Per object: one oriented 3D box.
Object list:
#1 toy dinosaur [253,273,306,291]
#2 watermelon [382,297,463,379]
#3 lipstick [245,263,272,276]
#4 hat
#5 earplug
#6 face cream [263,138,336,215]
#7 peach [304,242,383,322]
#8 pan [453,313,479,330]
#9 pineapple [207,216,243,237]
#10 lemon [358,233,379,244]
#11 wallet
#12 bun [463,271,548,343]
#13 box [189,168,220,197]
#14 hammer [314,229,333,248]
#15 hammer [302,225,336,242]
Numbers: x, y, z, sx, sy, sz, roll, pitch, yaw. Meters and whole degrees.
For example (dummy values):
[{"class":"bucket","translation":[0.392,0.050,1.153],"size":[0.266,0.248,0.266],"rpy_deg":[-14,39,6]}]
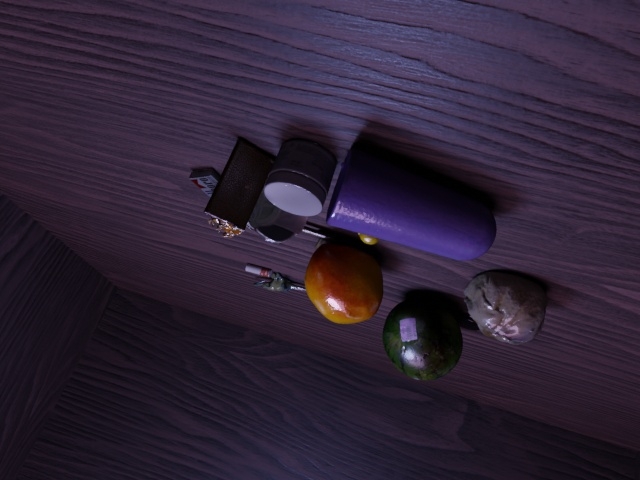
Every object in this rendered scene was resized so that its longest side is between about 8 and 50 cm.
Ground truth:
[{"class":"toy dinosaur","translation":[-0.211,0.223,2.466],"size":[0.362,0.077,0.147],"rpy_deg":[2,157,27]},{"class":"watermelon","translation":[0.425,0.409,2.049],"size":[0.362,0.364,0.363],"rpy_deg":[17,156,8]},{"class":"lipstick","translation":[-0.305,0.148,2.424],"size":[0.130,0.039,0.038],"rpy_deg":[14,155,16]},{"class":"hat","translation":[-0.160,-0.124,1.583],"size":[0.274,0.232,0.161],"rpy_deg":[16,-171,-18]},{"class":"earplug","translation":[0.253,-0.074,1.320],"size":[0.455,0.215,0.215],"rpy_deg":[19,156,-5]},{"class":"face cream","translation":[-0.056,-0.178,1.398],"size":[0.177,0.153,0.177],"rpy_deg":[16,158,7]},{"class":"peach","translation":[0.084,0.160,1.828],"size":[0.288,0.289,0.308],"rpy_deg":[6,157,29]},{"class":"pan","translation":[0.688,0.368,2.123],"size":[0.234,0.028,0.136],"rpy_deg":[13,156,15]},{"class":"pineapple","translation":[-0.290,-0.092,1.709],"size":[0.114,0.186,0.236],"rpy_deg":[48,165,-28]},{"class":"lemon","translation":[0.166,-0.019,1.669],"size":[0.083,0.062,0.062],"rpy_deg":[16,156,8]},{"class":"wallet","translation":[-0.237,-0.165,1.457],"size":[0.132,0.243,0.039],"rpy_deg":[25,170,-15]},{"class":"bun","translation":[0.643,0.247,1.686],"size":[0.281,0.205,0.282],"rpy_deg":[15,155,7]},{"class":"box","translation":[-0.373,-0.188,1.764],"size":[0.115,0.036,0.177],"rpy_deg":[0,149,34]},{"class":"hammer","translation":[0.000,0.000,1.898],"size":[0.062,0.017,0.182],"rpy_deg":[23,157,-5]},{"class":"hammer","translation":[-0.116,-0.063,1.812],"size":[0.365,0.044,0.111],"rpy_deg":[19,155,5]}]
